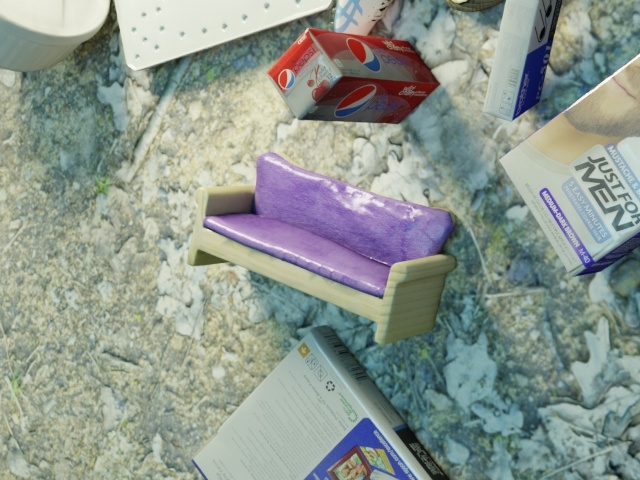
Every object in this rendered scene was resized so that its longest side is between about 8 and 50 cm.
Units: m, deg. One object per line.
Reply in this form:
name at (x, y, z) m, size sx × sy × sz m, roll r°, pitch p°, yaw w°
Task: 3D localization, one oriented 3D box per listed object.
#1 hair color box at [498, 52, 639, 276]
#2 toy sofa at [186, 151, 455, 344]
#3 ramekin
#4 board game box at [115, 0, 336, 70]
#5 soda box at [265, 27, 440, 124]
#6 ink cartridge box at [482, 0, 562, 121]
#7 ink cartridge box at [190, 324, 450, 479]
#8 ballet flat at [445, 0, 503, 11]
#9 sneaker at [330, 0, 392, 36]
hair color box at (0.410, -0.121, 1.713) m, size 0.339 × 0.110 × 0.185 m, roll -38°, pitch 73°, yaw 27°
toy sofa at (0.000, 0.000, 1.955) m, size 0.363 × 0.150 × 0.177 m, roll 21°, pitch 106°, yaw 29°
ramekin at (-0.476, -0.384, 2.170) m, size 0.127 × 0.273 × 0.273 m, roll -45°, pitch 70°, yaw 40°
board game box at (-0.163, -0.487, 2.079) m, size 0.390 × 0.050 × 0.389 m, roll -12°, pitch 87°, yaw 33°
soda box at (0.048, -0.215, 1.839) m, size 0.092 × 0.263 × 0.083 m, roll -44°, pitch 71°, yaw 27°
ink cartridge box at (0.264, -0.264, 1.767) m, size 0.046 × 0.097 × 0.207 m, roll 22°, pitch 121°, yaw 22°
ink cartridge box at (-0.004, 0.338, 2.034) m, size 0.303 × 0.072 × 0.307 m, roll 51°, pitch 119°, yaw 18°
ballet flat at (0.263, -0.368, 1.814) m, size 0.250 × 0.058 × 0.084 m, roll -17°, pitch 84°, yaw 32°
sneaker at (0.088, -0.357, 1.914) m, size 0.086 × 0.085 × 0.237 m, roll 36°, pitch 115°, yaw 17°
